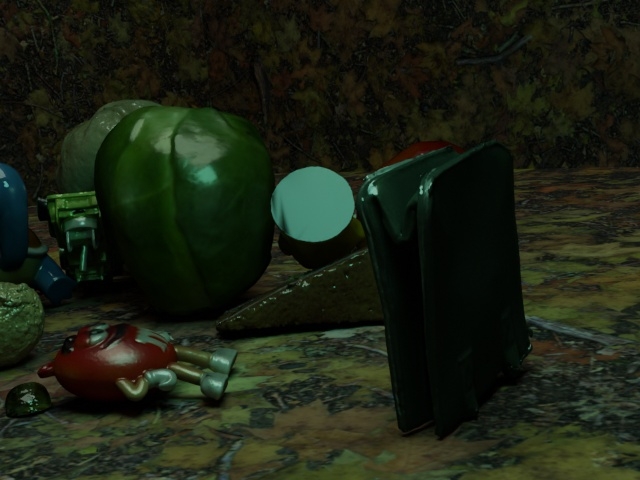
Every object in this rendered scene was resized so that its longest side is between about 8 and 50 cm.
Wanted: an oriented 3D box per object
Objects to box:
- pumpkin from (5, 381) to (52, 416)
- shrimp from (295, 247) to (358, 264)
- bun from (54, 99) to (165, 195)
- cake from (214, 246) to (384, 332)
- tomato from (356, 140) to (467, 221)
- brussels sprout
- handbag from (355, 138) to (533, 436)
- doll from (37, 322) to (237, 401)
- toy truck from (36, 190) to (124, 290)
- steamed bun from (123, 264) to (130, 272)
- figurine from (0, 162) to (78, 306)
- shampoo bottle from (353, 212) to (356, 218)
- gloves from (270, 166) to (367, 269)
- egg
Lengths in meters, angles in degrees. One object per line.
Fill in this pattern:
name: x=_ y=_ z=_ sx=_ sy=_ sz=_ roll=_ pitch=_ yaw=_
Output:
pumpkin: x=-0.335 y=0.176 z=1.113 sx=0.050 sy=0.028 sz=0.083 roll=-10 pitch=6 yaw=-19
shrimp: x=0.025 y=0.035 z=1.724 sx=0.165 sy=0.065 sz=0.056 roll=-16 pitch=-19 yaw=-29
bun: x=-0.360 y=-0.144 z=1.801 sx=0.281 sy=0.281 sz=0.205 roll=-9 pitch=50 yaw=-22
cake: x=-0.003 y=0.086 z=1.383 sx=0.295 sy=0.112 sz=0.116 roll=-17 pitch=3 yaw=-2
tomato: x=0.180 y=-0.050 z=1.612 sx=0.260 sy=0.180 sz=0.260 roll=-15 pitch=48 yaw=17
brussels sprout: x=-0.206 y=-0.066 z=1.540 sx=0.276 sy=0.314 sz=0.371 roll=-18 pitch=18 yaw=-10
handbag: x=0.135 y=0.041 z=0.982 sx=0.079 sy=0.260 sz=0.247 roll=-3 pitch=13 yaw=30
doll: x=-0.209 y=0.137 z=1.119 sx=0.217 sy=0.085 sz=0.183 roll=4 pitch=10 yaw=-1
toy truck: x=-0.412 y=0.019 z=1.709 sx=0.128 sy=0.135 sz=0.259 roll=-6 pitch=-24 yaw=-9
steamed bun: x=-0.306 y=-0.021 z=1.976 sx=0.232 sy=0.145 sz=0.232 roll=-5 pitch=9 yaw=1
figurine: x=-0.581 y=0.042 z=1.647 sx=0.298 sy=0.243 sz=0.416 roll=-26 pitch=0 yaw=-42
shampoo bottle: x=0.158 y=-0.006 z=1.797 sx=0.359 sy=0.078 sz=0.134 roll=-2 pitch=-23 yaw=23
gloves: x=-0.001 y=-0.001 z=1.510 sx=0.133 sy=0.116 sz=0.294 roll=34 pitch=-14 yaw=16
egg: x=-0.429 y=0.110 z=1.300 sx=0.116 sy=0.118 sz=0.140 roll=14 pitch=21 yaw=9
